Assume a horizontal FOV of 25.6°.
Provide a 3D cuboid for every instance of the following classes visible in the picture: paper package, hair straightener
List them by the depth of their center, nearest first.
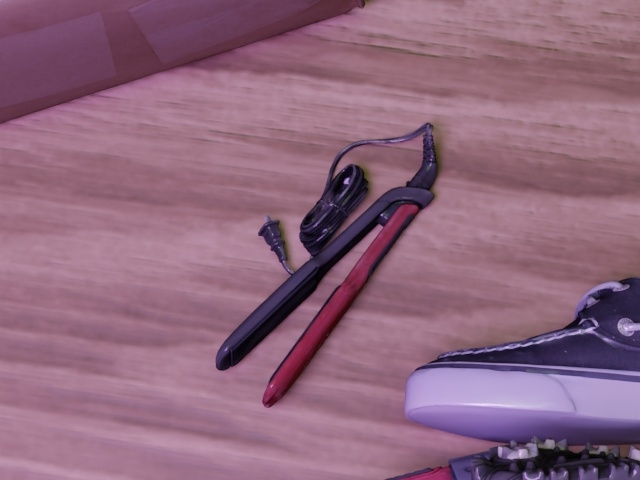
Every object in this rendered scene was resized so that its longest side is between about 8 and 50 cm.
[{"bbox_3d":[0.000,0.000,0.966,0.089,0.047,0.230,34,75,12],"label":"hair straightener"},{"bbox_3d":[-0.172,-0.273,1.001,0.325,0.168,0.309,-19,71,-4],"label":"paper package"}]

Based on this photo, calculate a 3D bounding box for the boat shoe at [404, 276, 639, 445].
[{"bbox_3d":[0.202,0.073,0.907,0.301,0.108,0.102,-2,72,-2],"label":"boat shoe"}]

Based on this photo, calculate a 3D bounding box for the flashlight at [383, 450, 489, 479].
[{"bbox_3d":[-0.008,0.215,0.873,0.304,0.103,0.103,-17,28,-1],"label":"flashlight"}]

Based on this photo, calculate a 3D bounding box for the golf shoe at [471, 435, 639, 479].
[{"bbox_3d":[0.191,0.179,0.810,0.273,0.105,0.120,17,79,-39],"label":"golf shoe"}]
